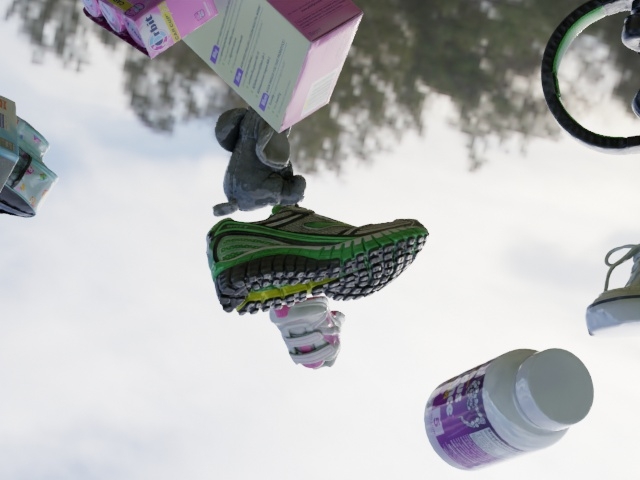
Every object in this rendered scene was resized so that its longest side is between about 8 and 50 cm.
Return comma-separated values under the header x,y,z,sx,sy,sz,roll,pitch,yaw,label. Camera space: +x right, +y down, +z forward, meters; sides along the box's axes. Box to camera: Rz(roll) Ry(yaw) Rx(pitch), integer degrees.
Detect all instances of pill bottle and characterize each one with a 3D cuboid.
x,y,z,sx,sy,sz,roll,pitch,yaw,label
0.308,0.270,2.389,0.169,0.169,0.301,5,159,-26,pill bottle

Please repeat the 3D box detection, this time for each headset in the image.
x,y,z,sx,sy,sz,roll,pitch,yaw,label
0.532,-0.258,2.190,0.394,0.243,0.185,-11,166,18,headset

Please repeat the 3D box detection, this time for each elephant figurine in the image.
x,y,z,sx,sy,sz,roll,pitch,yaw,label
-0.108,-0.185,2.666,0.169,0.239,0.186,0,-158,6,elephant figurine

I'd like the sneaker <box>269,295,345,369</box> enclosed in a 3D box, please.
x,y,z,sx,sy,sz,roll,pitch,yaw,label
-0.018,0.169,2.638,0.103,0.111,0.252,-9,161,21,sneaker

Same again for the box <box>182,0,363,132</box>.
x,y,z,sx,sy,sz,roll,pitch,yaw,label
-0.081,-0.329,2.224,0.243,0.213,0.117,44,-124,16,box

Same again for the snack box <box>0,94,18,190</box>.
x,y,z,sx,sy,sz,roll,pitch,yaw,label
-0.529,-0.040,2.102,0.060,0.322,0.187,24,-159,-24,snack box

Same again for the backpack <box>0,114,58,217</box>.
x,y,z,sx,sy,sz,roll,pitch,yaw,label
-0.527,-0.125,2.415,0.166,0.144,0.188,5,145,42,backpack

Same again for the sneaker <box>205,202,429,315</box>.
x,y,z,sx,sy,sz,roll,pitch,yaw,label
0.000,0.000,2.093,0.343,0.134,0.146,-6,-124,-26,sneaker

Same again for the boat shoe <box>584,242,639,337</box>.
x,y,z,sx,sy,sz,roll,pitch,yaw,label
0.481,0.047,2.056,0.367,0.156,0.136,-3,168,-45,boat shoe

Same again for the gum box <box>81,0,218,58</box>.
x,y,z,sx,sy,sz,roll,pitch,yaw,label
-0.229,-0.312,1.863,0.107,0.062,0.188,-37,-138,-16,gum box
